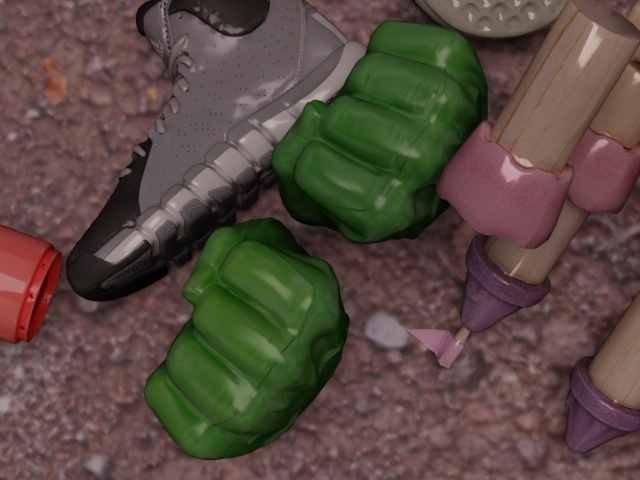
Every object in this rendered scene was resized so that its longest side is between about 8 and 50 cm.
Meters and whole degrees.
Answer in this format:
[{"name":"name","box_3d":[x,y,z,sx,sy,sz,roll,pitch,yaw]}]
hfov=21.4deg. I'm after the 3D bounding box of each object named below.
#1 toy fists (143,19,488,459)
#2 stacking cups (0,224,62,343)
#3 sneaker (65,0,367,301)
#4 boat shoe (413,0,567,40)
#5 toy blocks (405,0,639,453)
[{"name":"toy fists","box_3d":[0.000,0.000,0.952,0.096,0.142,0.279,35,90,5]},{"name":"stacking cups","box_3d":[-0.311,-0.019,0.993,0.316,0.096,0.096,18,83,3]},{"name":"sneaker","box_3d":[-0.087,-0.073,1.013,0.228,0.086,0.132,-39,79,-15]},{"name":"boat shoe","box_3d":[0.118,-0.370,1.014,0.186,0.156,0.500,0,94,-4]},{"name":"toy blocks","box_3d":[0.226,0.032,0.948,0.288,0.309,0.260,37,117,16]}]
